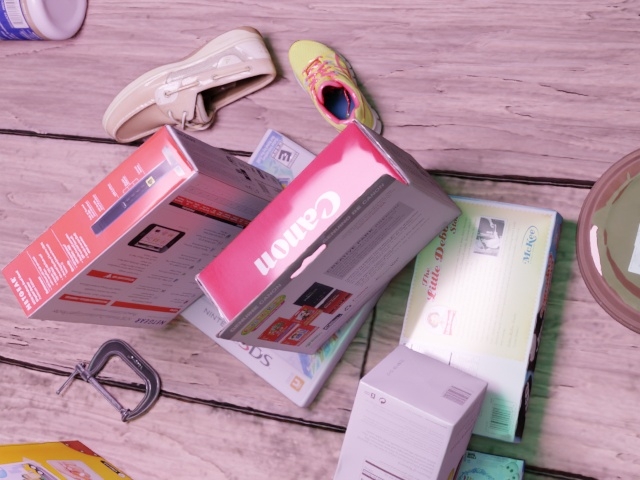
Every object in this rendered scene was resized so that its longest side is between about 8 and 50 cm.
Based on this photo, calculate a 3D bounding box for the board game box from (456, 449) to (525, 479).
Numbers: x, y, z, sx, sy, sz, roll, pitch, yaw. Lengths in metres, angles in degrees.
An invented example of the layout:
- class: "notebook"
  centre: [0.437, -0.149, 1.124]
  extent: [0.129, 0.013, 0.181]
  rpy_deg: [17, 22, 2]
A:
- class: "board game box"
  centre: [0.231, 0.340, 1.349]
  extent: [0.090, 0.020, 0.090]
  rpy_deg: [7, 83, 22]

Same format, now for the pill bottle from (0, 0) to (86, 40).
- class: "pill bottle"
  centre: [-0.559, -0.428, 1.714]
  extent: [0.265, 0.153, 0.153]
  rpy_deg: [5, 83, 22]

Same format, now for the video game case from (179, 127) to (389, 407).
- class: "video game case"
  centre: [-0.050, 0.037, 1.501]
  extent: [0.300, 0.036, 0.329]
  rpy_deg: [34, 94, 22]

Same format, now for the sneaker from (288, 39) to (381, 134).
- class: "sneaker"
  centre: [0.014, -0.238, 1.491]
  extent: [0.081, 0.094, 0.208]
  rpy_deg: [-43, 68, 11]

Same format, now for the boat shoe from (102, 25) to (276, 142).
- class: "boat shoe"
  centre: [-0.213, -0.229, 1.574]
  extent: [0.302, 0.109, 0.098]
  rpy_deg: [-27, 71, 9]

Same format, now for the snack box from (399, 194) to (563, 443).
- class: "snack box"
  centre: [0.216, 0.104, 1.372]
  extent: [0.187, 0.060, 0.321]
  rpy_deg: [10, 85, 24]

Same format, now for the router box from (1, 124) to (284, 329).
- class: "router box"
  centre: [-0.223, -0.001, 1.374]
  extent: [0.301, 0.335, 0.082]
  rpy_deg: [-39, 71, 12]

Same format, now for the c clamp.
- class: "c clamp"
  centre: [-0.337, 0.235, 1.590]
  extent: [0.161, 0.022, 0.137]
  rpy_deg: [32, 88, 24]

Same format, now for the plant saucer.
- class: "plant saucer"
  centre: [0.479, -0.003, 1.301]
  extent: [0.278, 0.041, 0.277]
  rpy_deg: [-3, 81, 21]

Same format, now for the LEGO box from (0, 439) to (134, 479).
- class: "LEGO box"
  centre: [-0.308, 0.486, 1.345]
  extent: [0.500, 0.372, 0.193]
  rpy_deg: [28, 92, 23]

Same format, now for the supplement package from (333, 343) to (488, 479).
- class: "supplement package"
  centre: [0.109, 0.288, 1.295]
  extent: [0.134, 0.139, 0.244]
  rpy_deg: [23, 116, 21]

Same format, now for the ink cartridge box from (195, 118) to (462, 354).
- class: "ink cartridge box"
  centre: [0.000, 0.000, 1.309]
  extent: [0.309, 0.272, 0.130]
  rpy_deg: [-44, 65, 13]
